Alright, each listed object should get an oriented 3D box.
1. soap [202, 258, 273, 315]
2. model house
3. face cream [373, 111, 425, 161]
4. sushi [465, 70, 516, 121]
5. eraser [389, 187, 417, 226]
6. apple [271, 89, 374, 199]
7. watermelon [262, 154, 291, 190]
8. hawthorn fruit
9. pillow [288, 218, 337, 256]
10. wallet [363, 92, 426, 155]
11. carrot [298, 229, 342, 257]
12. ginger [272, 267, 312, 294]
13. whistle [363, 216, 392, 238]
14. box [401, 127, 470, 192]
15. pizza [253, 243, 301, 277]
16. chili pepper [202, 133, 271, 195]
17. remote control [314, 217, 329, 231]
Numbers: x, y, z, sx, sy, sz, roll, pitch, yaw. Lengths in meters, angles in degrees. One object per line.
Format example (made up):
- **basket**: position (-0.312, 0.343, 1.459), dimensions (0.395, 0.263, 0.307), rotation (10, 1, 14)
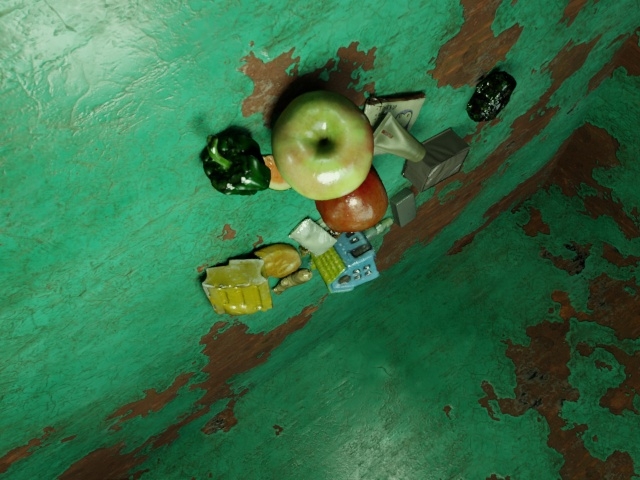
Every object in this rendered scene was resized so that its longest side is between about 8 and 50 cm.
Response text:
- **soap**: position (-0.335, 0.201, 1.897), dimensions (0.259, 0.143, 0.281), rotation (-6, 151, -6)
- **model house**: position (0.104, 0.100, 2.202), dimensions (0.303, 0.237, 0.215), rotation (-28, 140, -2)
- **face cream**: position (0.294, -0.372, 1.727), dimensions (0.341, 0.084, 0.137), rotation (9, 122, -55)
- **sushi**: position (0.731, -0.615, 1.974), dimensions (0.127, 0.124, 0.225), rotation (-15, 147, -40)
- **eraser**: position (0.435, -0.170, 2.405), dimensions (0.111, 0.077, 0.352), rotation (-35, 156, 0)
- **apple**: position (0.011, -0.282, 1.393), dimensions (0.319, 0.319, 0.277), rotation (-40, -176, 5)
- **watermelon**: position (-0.150, -0.229, 1.559), dimensions (0.245, 0.063, 0.119), rotation (3, 115, -48)
- **hawthorn fruit**: position (0.104, -0.180, 1.727), dimensions (0.295, 0.295, 0.311), rotation (-33, 121, -10)
- **pillow**: position (-0.032, -0.009, 2.017), dimensions (0.128, 0.051, 0.229), rotation (-36, 136, 16)
- **wallet**: position (0.253, -0.433, 1.720), dimensions (0.335, 0.068, 0.275), rotation (-19, 147, -38)
- **carrot**: position (0.000, -0.001, 2.124), dimensions (0.229, 0.069, 0.069), rotation (-31, 154, -10)
- **ginger**: position (-0.132, 0.194, 2.209), dimensions (0.334, 0.081, 0.148), rotation (-30, -175, 40)
- **whistle**: position (0.275, -0.051, 2.410), dimensions (0.258, 0.067, 0.126), rotation (-31, 165, -25)
- **box**: position (0.527, -0.364, 2.103), dimensions (0.252, 0.153, 0.188), rotation (-27, 152, -19)
- **pizza**: position (-0.192, 0.093, 2.022), dimensions (0.182, 0.074, 0.365), rotation (-50, 156, 19)
- **chili pepper**: position (-0.255, -0.219, 1.310), dimensions (0.165, 0.173, 0.261), rotation (-21, 165, 26)
- **remote control**: position (0.066, -0.105, 2.067), dimensions (0.233, 0.038, 0.098), rotation (-35, 154, -4)
